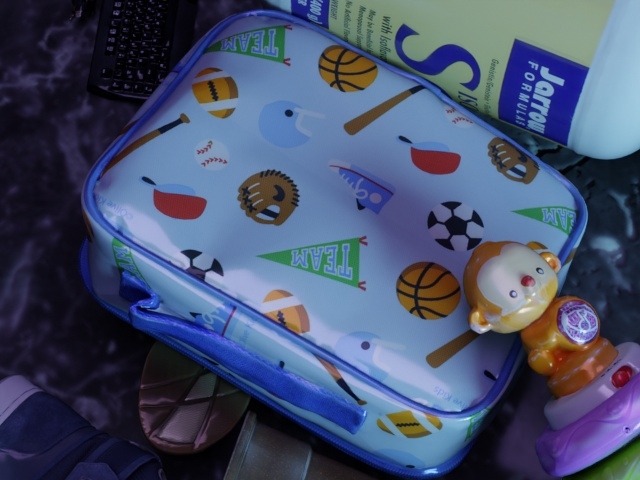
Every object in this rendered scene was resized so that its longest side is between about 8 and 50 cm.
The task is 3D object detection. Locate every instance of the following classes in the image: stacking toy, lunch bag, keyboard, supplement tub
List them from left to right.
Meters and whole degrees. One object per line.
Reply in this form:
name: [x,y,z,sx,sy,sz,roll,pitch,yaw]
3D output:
keyboard: [-0.142,-0.194,1.076,0.100,0.038,0.192,3,63,2]
lunch bag: [0.000,0.000,0.909,0.303,0.115,0.243,28,58,8]
supplement tub: [0.149,-0.198,0.962,0.331,0.241,0.241,24,66,12]
stacking toy: [0.186,0.119,0.798,0.175,0.166,0.302,-38,88,-19]

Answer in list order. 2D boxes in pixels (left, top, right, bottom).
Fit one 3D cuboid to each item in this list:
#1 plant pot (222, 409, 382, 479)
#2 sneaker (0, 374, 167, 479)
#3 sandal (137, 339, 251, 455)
plant pot: [0.010,0.202,0.814,0.165,0.167,0.167,18,65,1]
sneaker: [-0.180,0.205,0.848,0.163,0.086,0.226,26,65,16]
sandal: [-0.079,0.069,0.940,0.072,0.049,0.180,9,48,-7]
